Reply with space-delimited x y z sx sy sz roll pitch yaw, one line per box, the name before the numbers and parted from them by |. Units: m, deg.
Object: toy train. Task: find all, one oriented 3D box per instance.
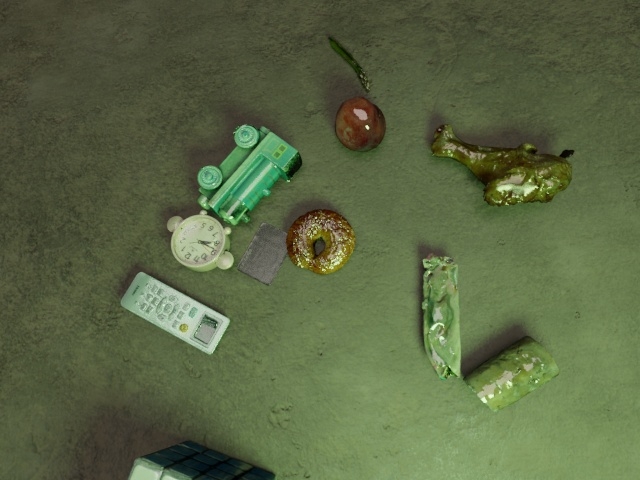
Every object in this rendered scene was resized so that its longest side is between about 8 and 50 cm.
toy train | -0.206 -0.183 1.167 0.194 0.120 0.298 37 79 10

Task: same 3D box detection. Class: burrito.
burrito | 0.298 0.186 1.025 0.095 0.066 0.310 0 75 3

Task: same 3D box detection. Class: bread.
bread | 0.000 0.000 1.115 0.193 0.064 0.194 -1 76 5

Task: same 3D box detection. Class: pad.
pad | -0.152 0.036 1.149 0.112 0.003 0.157 25 77 13

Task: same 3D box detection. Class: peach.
peach | 0.123 -0.325 1.170 0.151 0.152 0.152 -2 72 5

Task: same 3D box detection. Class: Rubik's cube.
Rubik's cube | -0.266 0.599 0.851 0.256 0.259 0.254 16 73 10

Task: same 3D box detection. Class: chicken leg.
chicken leg | 0.462 -0.184 1.096 0.360 0.140 0.212 15 54 20

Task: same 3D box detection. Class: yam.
yam | 0.434 0.313 0.952 0.194 0.107 0.107 -30 72 -4

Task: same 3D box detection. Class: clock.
clock | -0.330 0.007 1.147 0.229 0.063 0.156 33 76 11

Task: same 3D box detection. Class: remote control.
remote control | -0.387 0.191 1.100 0.293 0.051 0.103 26 77 9

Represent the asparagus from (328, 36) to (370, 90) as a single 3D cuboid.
asparagus | 0.097 -0.562 1.300 0.034 0.027 0.236 -34 73 0
